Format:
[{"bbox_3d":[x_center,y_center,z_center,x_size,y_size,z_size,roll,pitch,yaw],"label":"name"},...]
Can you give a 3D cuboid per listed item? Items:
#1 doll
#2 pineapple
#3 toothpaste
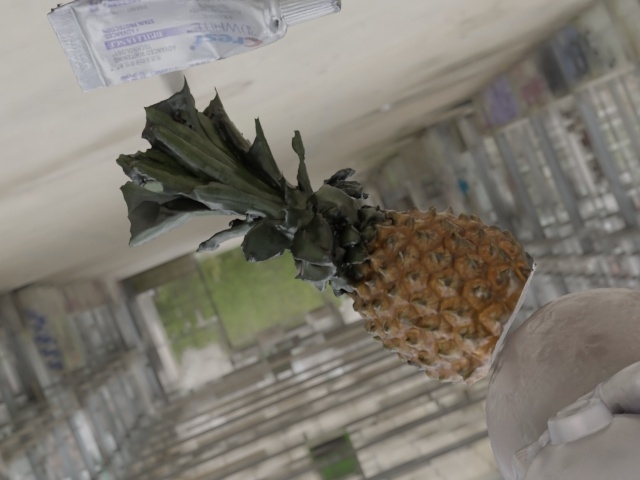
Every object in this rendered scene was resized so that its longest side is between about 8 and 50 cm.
[{"bbox_3d":[0.152,0.113,0.727,0.151,0.151,0.287,-22,-174,12],"label":"doll"},{"bbox_3d":[0.000,0.000,0.948,0.130,0.277,0.119,-61,172,-6],"label":"pineapple"},{"bbox_3d":[-0.118,-0.218,1.397,0.283,0.099,0.068,-13,-163,4],"label":"toothpaste"}]
